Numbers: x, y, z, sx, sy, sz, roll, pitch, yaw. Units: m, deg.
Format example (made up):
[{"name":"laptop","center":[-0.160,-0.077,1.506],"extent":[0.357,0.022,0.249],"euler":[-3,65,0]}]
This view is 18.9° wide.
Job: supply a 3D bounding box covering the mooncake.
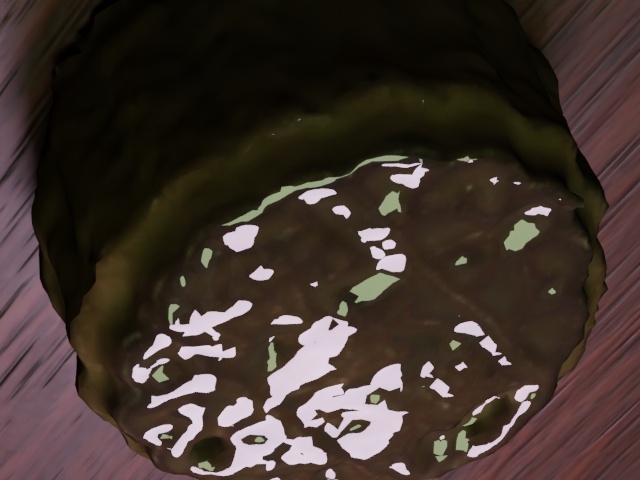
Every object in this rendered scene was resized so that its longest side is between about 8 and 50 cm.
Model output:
[{"name":"mooncake","center":[0.000,0.000,1.081],"extent":[0.324,0.187,0.324],"euler":[-10,136,-10]}]
